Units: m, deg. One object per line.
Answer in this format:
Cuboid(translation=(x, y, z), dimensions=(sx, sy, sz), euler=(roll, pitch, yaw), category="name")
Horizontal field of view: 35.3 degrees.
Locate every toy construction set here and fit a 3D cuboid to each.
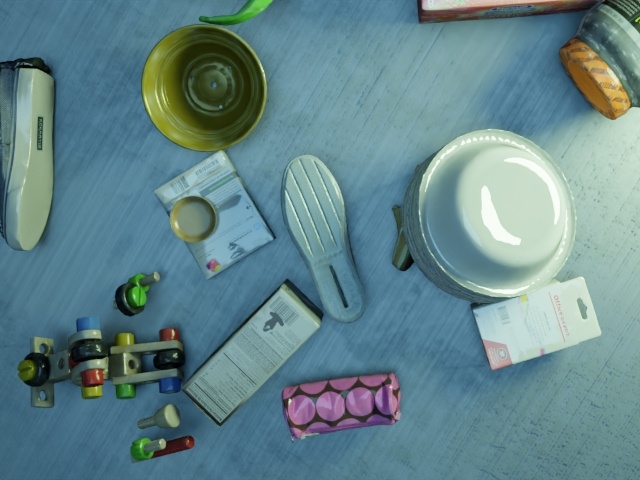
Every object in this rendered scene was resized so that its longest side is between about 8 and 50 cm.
Cuboid(translation=(-0.380, 0.254, 1.759), dimensions=(0.237, 0.257, 0.308), euler=(-21, 95, 29), category="toy construction set")

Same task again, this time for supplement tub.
Cuboid(translation=(0.564, -0.351, 1.650), dimensions=(0.316, 0.193, 0.193), euler=(-36, 91, 5), category="supplement tub")

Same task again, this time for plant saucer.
Cuboid(translation=(-0.223, -0.038, 1.773), dimensions=(0.084, 0.015, 0.083), euler=(0, 94, 5), category="plant saucer")

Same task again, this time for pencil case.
Cuboid(translation=(0.040, 0.294, 1.778), dimensions=(0.209, 0.095, 0.098), euler=(-11, 58, 6), category="pencil case")

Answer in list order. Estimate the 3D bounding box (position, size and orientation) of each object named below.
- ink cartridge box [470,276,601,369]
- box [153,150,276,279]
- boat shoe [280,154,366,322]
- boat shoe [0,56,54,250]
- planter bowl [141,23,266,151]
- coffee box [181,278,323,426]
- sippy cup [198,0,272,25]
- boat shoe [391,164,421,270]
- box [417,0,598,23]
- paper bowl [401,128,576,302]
Cuboid(translation=(0.374, 0.140, 1.756), dimensions=(0.198, 0.067, 0.115), euler=(-17, 92, 6), category="ink cartridge box")
Cuboid(translation=(-0.188, -0.046, 1.797), dimensions=(0.145, 0.038, 0.186), euler=(-31, 90, 6), category="box")
Cuboid(translation=(0.000, 0.000, 1.758), dimensions=(0.109, 0.094, 0.302), euler=(-16, 93, -5), category="boat shoe")
Cuboid(translation=(-0.569, -0.154, 1.785), dimensions=(0.158, 0.127, 0.340), euler=(3, 86, 10), category="boat shoe")
Cuboid(translation=(-0.194, -0.268, 1.751), dimensions=(0.217, 0.090, 0.217), euler=(2, 105, 6), category="planter bowl")
Cuboid(translation=(-0.115, 0.192, 1.757), dimensions=(0.098, 0.141, 0.246), euler=(44, 96, 0), category="coffee box")
Cuboid(translation=(-0.178, -0.529, 1.673), dimensions=(0.224, 0.240, 0.305), euler=(-6, 55, 26), category="sippy cup")
Cuboid(translation=(0.158, -0.041, 1.767), dimensions=(0.072, 0.068, 0.190), euler=(22, 84, 15), category="boat shoe")
Cuboid(translation=(0.310, -0.453, 1.681), dimensions=(0.300, 0.154, 0.142), euler=(-4, 93, 3), category="box")
Cuboid(translation=(0.289, -0.043, 1.668), dimensions=(0.284, 0.148, 0.284), euler=(3, 79, -14), category="paper bowl")
